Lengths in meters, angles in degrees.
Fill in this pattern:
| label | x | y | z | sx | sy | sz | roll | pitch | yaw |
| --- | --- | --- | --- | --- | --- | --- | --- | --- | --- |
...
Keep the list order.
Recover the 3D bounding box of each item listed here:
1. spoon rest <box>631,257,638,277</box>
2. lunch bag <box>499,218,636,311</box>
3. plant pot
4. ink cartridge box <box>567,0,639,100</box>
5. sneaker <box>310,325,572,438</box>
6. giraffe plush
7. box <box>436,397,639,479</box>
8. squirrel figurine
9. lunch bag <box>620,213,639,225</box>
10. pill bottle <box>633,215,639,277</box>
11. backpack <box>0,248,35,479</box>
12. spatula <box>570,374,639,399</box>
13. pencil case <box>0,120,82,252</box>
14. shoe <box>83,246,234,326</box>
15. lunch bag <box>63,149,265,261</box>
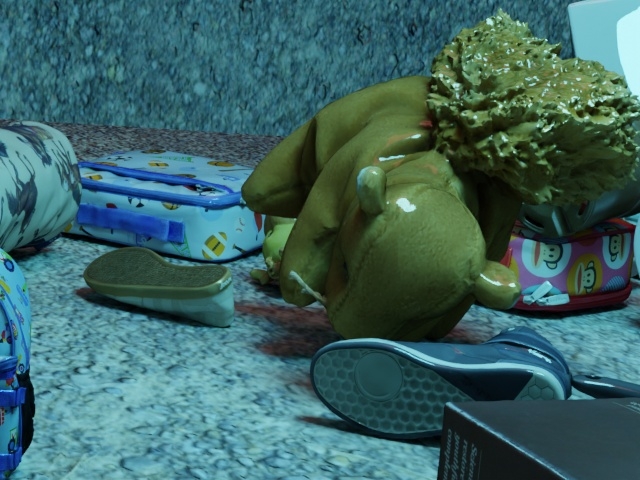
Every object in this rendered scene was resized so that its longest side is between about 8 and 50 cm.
| label | x | y | z | sx | sy | sz | roll | pitch | yaw |
| --- | --- | --- | --- | --- | --- | --- | --- | --- | --- |
| spoon rest | 0.323 | 0.000 | 2.334 | 0.276 | 0.084 | 0.137 | 12 | -2 | 41 |
| lunch bag | 0.230 | 0.010 | 2.153 | 0.293 | 0.120 | 0.258 | 15 | 14 | 42 |
| plant pot | 0.312 | -0.084 | 2.040 | 0.167 | 0.167 | 0.165 | 12 | 24 | 33 |
| ink cartridge box | 0.484 | -0.189 | 2.611 | 0.160 | 0.279 | 0.384 | -11 | -13 | 8 |
| sneaker | 0.115 | 0.123 | 1.523 | 0.226 | 0.086 | 0.163 | 8 | 11 | 14 |
| giraffe plush | 0.000 | 0.000 | 2.079 | 0.170 | 0.181 | 0.210 | -10 | 49 | -21 |
| box | 0.184 | 0.187 | 0.938 | 0.203 | 0.168 | 0.167 | 2 | 11 | -23 |
| squirrel figurine | 0.121 | -0.058 | 1.678 | 0.281 | 0.397 | 0.370 | 44 | 9 | -4 |
| lunch bag | 0.530 | -0.010 | 2.458 | 0.279 | 0.108 | 0.224 | 1 | 11 | -21 |
| pill bottle | 0.557 | -0.006 | 2.098 | 0.229 | 0.229 | 0.408 | 12 | 12 | 36 |
| backpack | -0.290 | 0.086 | 1.269 | 0.158 | 0.173 | 0.117 | 4 | 10 | -10 |
| spatula | 0.358 | 0.167 | 1.470 | 0.296 | 0.030 | 0.084 | 21 | 10 | 2 |
| pencil case | -0.420 | -0.036 | 1.979 | 0.160 | 0.183 | 0.410 | 35 | 14 | 5 |
| shoe | -0.180 | 0.056 | 1.888 | 0.219 | 0.058 | 0.076 | 8 | 40 | 41 |
| lunch bag | -0.202 | -0.050 | 2.311 | 0.303 | 0.115 | 0.243 | 9 | 12 | 27 |
